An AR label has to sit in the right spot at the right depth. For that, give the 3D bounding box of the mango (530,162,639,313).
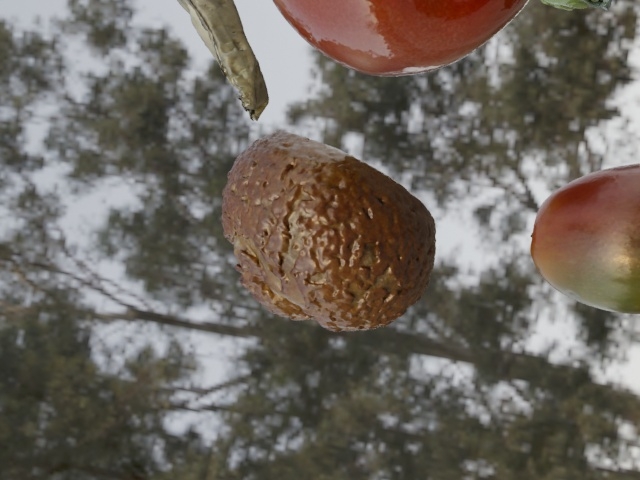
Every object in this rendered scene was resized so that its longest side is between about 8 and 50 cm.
[{"bbox_3d":[0.340,-0.004,1.209,0.129,0.289,0.146,82,-173,-47],"label":"mango"}]

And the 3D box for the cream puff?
[{"bbox_3d":[0.000,0.000,1.641,0.212,0.303,0.303,-56,-27,-11],"label":"cream puff"}]

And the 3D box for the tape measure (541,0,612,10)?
[{"bbox_3d":[0.366,-0.411,1.887,0.087,0.154,0.178,2,-98,-45],"label":"tape measure"}]

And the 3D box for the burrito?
[{"bbox_3d":[-0.123,-0.252,1.594,0.063,0.058,0.230,-12,-112,-34],"label":"burrito"}]

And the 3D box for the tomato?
[{"bbox_3d":[0.080,-0.325,1.381,0.321,0.321,0.322,8,-90,-69],"label":"tomato"}]
